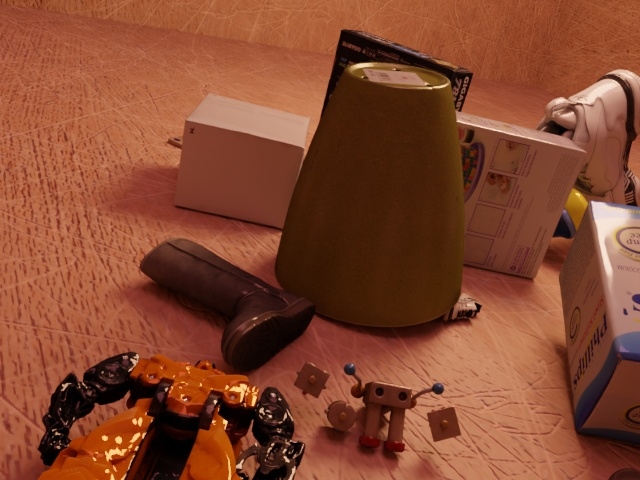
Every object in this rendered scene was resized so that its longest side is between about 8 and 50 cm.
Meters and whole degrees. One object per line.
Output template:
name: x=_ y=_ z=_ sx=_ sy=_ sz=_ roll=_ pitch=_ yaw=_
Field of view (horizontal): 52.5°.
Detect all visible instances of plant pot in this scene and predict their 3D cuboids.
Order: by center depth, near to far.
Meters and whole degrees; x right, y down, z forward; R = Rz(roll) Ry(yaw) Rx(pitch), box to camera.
plant pot: x=0.083 y=-0.080 z=0.887 sx=0.274 sy=0.294 sz=0.275 roll=5 pitch=28 yaw=-2

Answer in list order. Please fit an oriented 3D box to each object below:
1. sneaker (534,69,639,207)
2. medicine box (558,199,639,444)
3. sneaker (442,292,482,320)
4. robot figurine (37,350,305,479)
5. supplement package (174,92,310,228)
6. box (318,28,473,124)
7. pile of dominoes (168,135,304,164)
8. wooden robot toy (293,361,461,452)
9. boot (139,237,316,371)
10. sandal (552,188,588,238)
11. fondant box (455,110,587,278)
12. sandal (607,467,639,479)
sneaker: x=0.517 y=-0.137 z=1.283 sx=0.210 sy=0.366 sz=0.137 roll=-19 pitch=32 yaw=-17
medicine box: x=0.454 y=0.106 z=0.795 sx=0.263 sy=0.149 sz=0.289 roll=9 pitch=39 yaw=7
sneaker: x=0.205 y=0.098 z=0.930 sx=0.037 sy=0.032 sz=0.083 roll=28 pitch=28 yaw=28
robot figurine: x=-0.127 y=0.191 z=0.483 sx=0.211 sy=0.085 sz=0.291 roll=15 pitch=25 yaw=0
supplement package: x=-0.129 y=-0.142 z=1.120 sx=0.194 sy=0.149 sz=0.203 roll=13 pitch=24 yaw=-4
box: x=0.127 y=-0.237 z=1.296 sx=0.073 sy=0.293 sz=0.295 roll=-13 pitch=35 yaw=-43
pile of dominoes: x=-0.159 y=-0.196 z=1.356 sx=0.251 sy=0.040 sz=0.196 roll=25 pitch=26 yaw=21
wooden robot toy: x=0.054 y=0.173 z=0.676 sx=0.173 sy=0.076 sz=0.079 roll=13 pitch=-11 yaw=-3
boot: x=-0.129 y=0.063 z=0.770 sx=0.208 sy=0.076 sz=0.189 roll=30 pitch=14 yaw=17
sandal: x=0.389 y=-0.066 z=1.296 sx=0.138 sy=0.126 sz=0.317 roll=-34 pitch=24 yaw=-6
fondant box: x=0.238 y=-0.087 z=1.097 sx=0.330 sy=0.238 sz=0.096 roll=12 pitch=25 yaw=-6
sandal: x=0.306 y=0.271 z=0.576 sx=0.090 sy=0.060 sz=0.219 roll=19 pitch=24 yaw=11
